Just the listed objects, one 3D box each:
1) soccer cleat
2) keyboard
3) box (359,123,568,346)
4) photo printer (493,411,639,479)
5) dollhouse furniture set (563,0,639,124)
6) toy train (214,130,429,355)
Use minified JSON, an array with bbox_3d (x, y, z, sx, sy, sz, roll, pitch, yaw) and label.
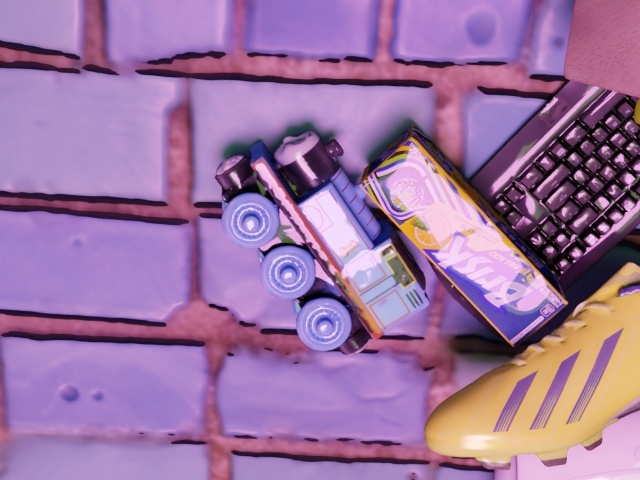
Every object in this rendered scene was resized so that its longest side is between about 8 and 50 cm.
[{"bbox_3d":[0.202,0.082,0.792,0.289,0.093,0.121,-15,98,-14],"label":"soccer cleat"},{"bbox_3d":[0.243,-0.037,0.827,0.201,0.033,0.317,40,108,-13],"label":"keyboard"},{"bbox_3d":[0.106,-0.004,0.805,0.054,0.059,0.169,-43,98,15],"label":"box"},{"bbox_3d":[0.266,0.269,0.904,0.255,0.107,0.308,0,111,2],"label":"photo printer"},{"bbox_3d":[0.320,-0.177,0.736,0.301,0.151,0.198,-4,109,-29],"label":"dollhouse furniture set"},{"bbox_3d":[0.000,0.000,0.826,0.105,0.080,0.184,-33,105,4],"label":"toy train"}]
